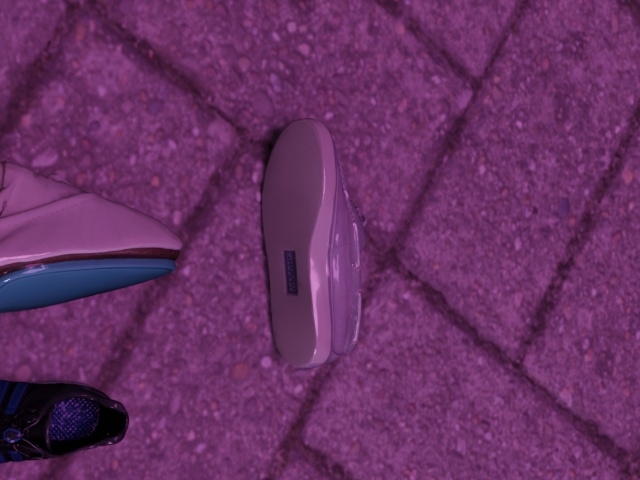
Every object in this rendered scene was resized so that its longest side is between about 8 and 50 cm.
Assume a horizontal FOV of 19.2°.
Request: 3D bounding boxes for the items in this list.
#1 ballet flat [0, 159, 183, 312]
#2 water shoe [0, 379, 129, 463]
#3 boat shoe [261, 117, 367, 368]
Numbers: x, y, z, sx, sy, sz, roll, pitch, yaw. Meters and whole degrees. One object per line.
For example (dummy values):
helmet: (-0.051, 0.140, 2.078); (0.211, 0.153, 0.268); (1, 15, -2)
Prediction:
ballet flat: (-0.289, 0.003, 1.479); (0.400, 0.139, 0.139); (-14, 100, -35)
water shoe: (-0.252, 0.145, 1.527); (0.203, 0.080, 0.073); (-6, 95, -36)
boat shoe: (0.001, 0.001, 1.721); (0.081, 0.079, 0.227); (-9, 101, -45)
